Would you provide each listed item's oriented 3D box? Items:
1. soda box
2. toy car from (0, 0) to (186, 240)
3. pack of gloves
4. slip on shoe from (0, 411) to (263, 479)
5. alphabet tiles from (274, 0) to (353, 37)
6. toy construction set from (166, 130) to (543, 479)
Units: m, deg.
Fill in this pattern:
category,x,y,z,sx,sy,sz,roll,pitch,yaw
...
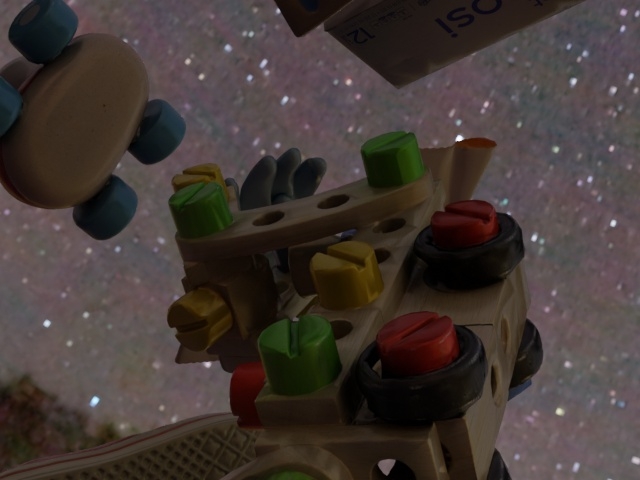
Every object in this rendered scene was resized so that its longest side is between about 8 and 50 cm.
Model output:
category,x,y,z,sx,sy,sz,roll,pitch,yaw
soda box,0.140,-0.215,0.791,0.286,0.091,0.098,-23,-35,31
toy car,-0.323,-0.138,1.305,0.238,0.210,0.219,7,-28,48
pack of gloves,0.000,0.000,0.849,0.195,0.046,0.232,-3,-40,-21
slip on shoe,-0.135,0.209,0.943,0.101,0.331,0.123,174,-90,-66
alphabet tiles,0.029,-0.217,0.391,0.237,0.009,0.198,-31,-91,29
toy construction set,-0.014,0.064,0.511,0.215,0.328,0.151,-6,-51,21
